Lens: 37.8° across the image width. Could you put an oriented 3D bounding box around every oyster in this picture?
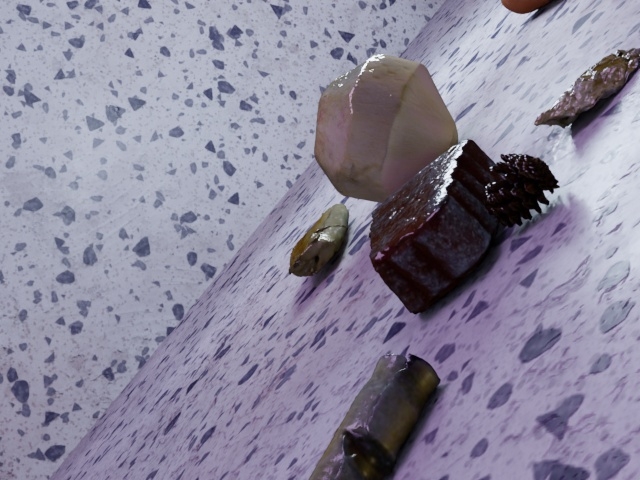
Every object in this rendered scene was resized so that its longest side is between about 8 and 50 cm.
[{"bbox_3d":[0.333,-0.186,1.144,0.146,0.045,0.122,-44,-4,22],"label":"oyster"}]

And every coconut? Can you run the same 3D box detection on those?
[{"bbox_3d":[0.116,-0.185,1.609,0.259,0.259,0.259,-47,9,10],"label":"coconut"}]

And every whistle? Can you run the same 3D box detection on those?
[{"bbox_3d":[0.008,0.231,0.811,0.326,0.057,0.068,-54,7,-32],"label":"whistle"}]

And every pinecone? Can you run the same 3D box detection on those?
[{"bbox_3d":[0.215,-0.054,1.012,0.077,0.077,0.083,-72,2,-69],"label":"pinecone"}]

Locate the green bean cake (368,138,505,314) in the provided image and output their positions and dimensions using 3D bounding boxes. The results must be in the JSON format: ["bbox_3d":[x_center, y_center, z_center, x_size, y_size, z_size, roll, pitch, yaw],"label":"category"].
[{"bbox_3d":[0.129,-0.007,1.128,0.198,0.097,0.232,-42,11,29],"label":"green bean cake"}]

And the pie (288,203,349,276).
[{"bbox_3d":[0.000,0.000,1.811,0.128,0.068,0.282,-44,9,16],"label":"pie"}]

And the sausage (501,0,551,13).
[{"bbox_3d":[0.446,-0.524,1.818,0.113,0.113,0.259,-50,8,-13],"label":"sausage"}]
